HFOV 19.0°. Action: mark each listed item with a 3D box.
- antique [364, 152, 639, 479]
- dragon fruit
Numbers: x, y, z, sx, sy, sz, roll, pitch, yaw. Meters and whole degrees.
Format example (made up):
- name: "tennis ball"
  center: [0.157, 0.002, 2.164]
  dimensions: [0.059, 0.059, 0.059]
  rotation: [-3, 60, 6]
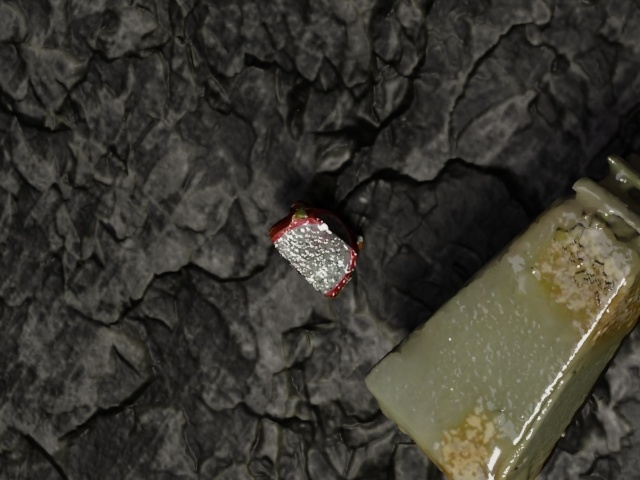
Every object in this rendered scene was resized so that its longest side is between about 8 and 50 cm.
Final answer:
- name: "antique"
  center: [0.180, 0.060, 1.517]
  dimensions: [0.150, 0.125, 0.284]
  rotation: [43, 113, 15]
- name: "dragon fruit"
  center: [0.000, 0.000, 1.639]
  dimensions: [0.083, 0.060, 0.056]
  rotation: [42, 109, -14]
